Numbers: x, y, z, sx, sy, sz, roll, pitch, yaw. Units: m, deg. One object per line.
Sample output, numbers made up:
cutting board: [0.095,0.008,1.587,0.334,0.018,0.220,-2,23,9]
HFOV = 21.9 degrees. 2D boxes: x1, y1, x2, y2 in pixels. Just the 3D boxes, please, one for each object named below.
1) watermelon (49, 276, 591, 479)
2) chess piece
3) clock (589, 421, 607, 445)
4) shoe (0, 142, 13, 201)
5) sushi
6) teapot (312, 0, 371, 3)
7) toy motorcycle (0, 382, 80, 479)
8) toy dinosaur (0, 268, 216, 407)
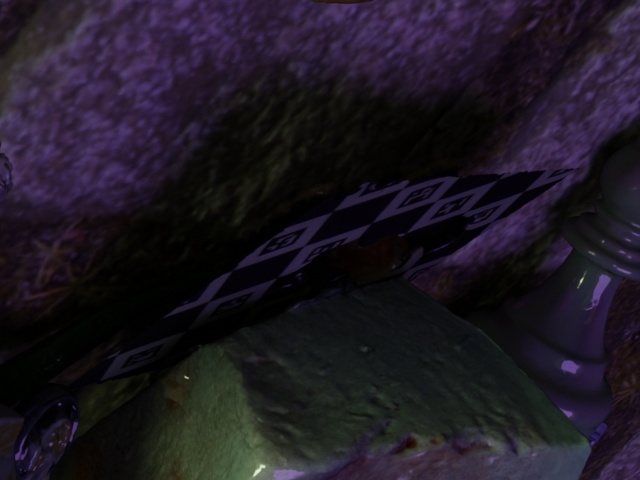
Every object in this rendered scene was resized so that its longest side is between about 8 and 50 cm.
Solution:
watermelon: [-0.025,0.151,1.072,0.387,0.228,0.258,-20,164,6]
chess piece: [0.215,0.021,1.290,0.139,0.139,0.272,5,121,-47]
clock: [0.148,0.192,1.490,0.193,0.073,0.144,-43,147,13]
shoe: [-0.255,0.009,0.743,0.171,0.198,0.351,-10,140,-32]
sushi: [0.000,0.000,1.088,0.264,0.050,0.290,-36,164,35]
teapot: [0.045,-0.191,0.780,0.311,0.167,0.203,2,133,-45]
toy motorcycle: [-0.226,0.156,0.951,0.225,0.073,0.152,-2,116,-62]
toy dinosaur: [-0.267,0.100,0.966,0.301,0.087,0.447,-43,154,16]
